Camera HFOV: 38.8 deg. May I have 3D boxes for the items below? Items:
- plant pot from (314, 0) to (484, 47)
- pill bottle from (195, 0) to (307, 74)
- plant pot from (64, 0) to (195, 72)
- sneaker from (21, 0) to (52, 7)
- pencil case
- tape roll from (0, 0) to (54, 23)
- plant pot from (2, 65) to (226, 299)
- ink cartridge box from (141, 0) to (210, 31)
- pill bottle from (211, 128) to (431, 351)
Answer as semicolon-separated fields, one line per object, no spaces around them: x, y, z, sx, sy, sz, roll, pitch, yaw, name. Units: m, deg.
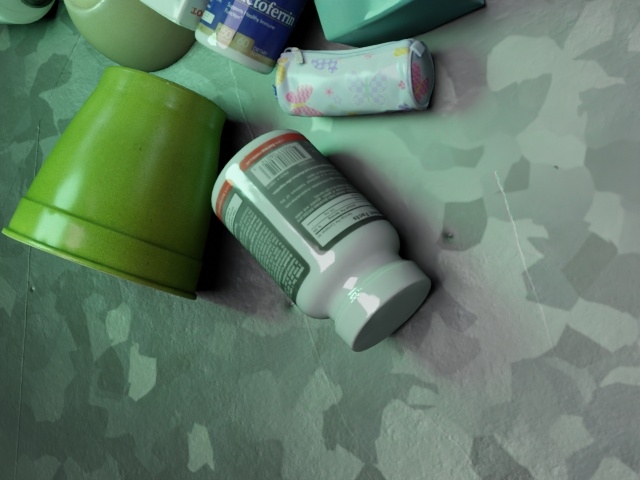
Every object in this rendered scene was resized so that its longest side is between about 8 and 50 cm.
0.113;-0.423;1.507;0.234;0.166;0.165;-23;78;37;plant pot
-0.098;-0.436;1.572;0.153;0.153;0.264;32;103;26;pill bottle
-0.388;-0.484;1.765;0.284;0.191;0.284;0;90;29;plant pot
-0.569;-0.603;1.789;0.109;0.130;0.286;-11;109;-13;sneaker
0.057;-0.278;1.554;0.273;0.113;0.124;3;111;28;pencil case
-0.693;-0.577;1.907;0.169;0.246;0.246;7;93;29;tape roll
-0.342;-0.117;1.669;0.367;0.366;0.352;17;86;28;plant pot
-0.181;-0.514;1.645;0.114;0.197;0.272;33;104;28;ink cartridge box
0.000;0.000;1.526;0.363;0.210;0.210;47;110;21;pill bottle
